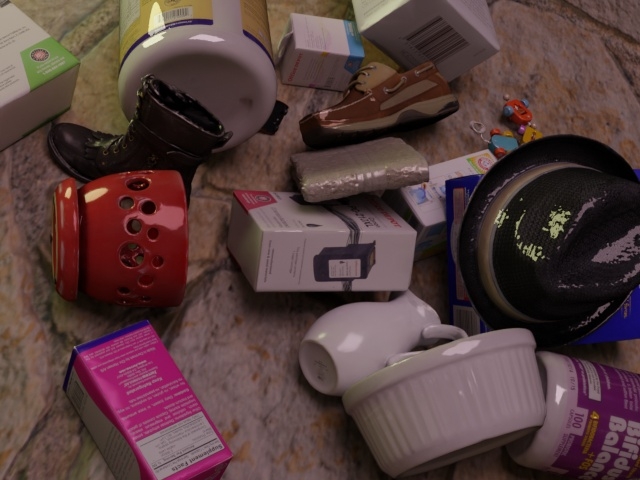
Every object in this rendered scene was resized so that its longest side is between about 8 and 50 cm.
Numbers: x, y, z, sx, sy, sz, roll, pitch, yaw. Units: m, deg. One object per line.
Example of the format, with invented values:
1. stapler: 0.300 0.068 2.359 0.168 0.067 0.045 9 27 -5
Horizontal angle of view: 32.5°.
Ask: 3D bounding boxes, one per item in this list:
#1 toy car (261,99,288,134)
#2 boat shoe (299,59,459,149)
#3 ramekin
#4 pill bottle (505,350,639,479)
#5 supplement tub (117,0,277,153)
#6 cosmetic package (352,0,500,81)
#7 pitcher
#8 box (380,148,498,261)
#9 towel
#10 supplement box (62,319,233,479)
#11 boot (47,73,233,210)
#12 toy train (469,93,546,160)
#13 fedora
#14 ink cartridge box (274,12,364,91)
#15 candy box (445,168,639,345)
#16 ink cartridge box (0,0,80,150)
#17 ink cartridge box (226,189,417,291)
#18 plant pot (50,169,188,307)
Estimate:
1. toy car: -0.116 -0.211 1.806 0.122 0.060 0.040 3 22 -27
2. boat shoe: 0.091 -0.233 1.844 0.324 0.122 0.120 -18 88 -40
3. ramekin: 0.176 0.223 1.466 0.273 0.273 0.127 -10 71 -27
4. pill bottle: 0.431 0.272 1.581 0.301 0.169 0.169 14 51 -10
5. supplement tub: -0.198 -0.327 1.730 0.241 0.241 0.331 7 47 -17
6. cosmetic package: 0.163 -0.524 2.020 0.230 0.161 0.453 32 39 -43
7. pitcher: 0.089 0.148 1.551 0.207 0.125 0.178 -22 27 -37
8. box: 0.203 -0.055 1.772 0.203 0.114 0.103 -18 62 -29
9. towel: 0.052 -0.107 1.668 0.187 0.049 0.282 -11 13 -2
10. supplement box: -0.223 0.230 1.396 0.114 0.111 0.220 -21 65 -33
11. boot: -0.264 -0.158 1.593 0.263 0.229 0.091 28 50 0
12. toy train: 0.336 -0.193 1.975 0.166 0.046 0.125 -29 68 -38
13. fedora: 0.362 0.002 1.541 0.334 0.152 0.334 0 90 -22
14. ink cartridge box: -0.010 -0.328 1.908 0.143 0.092 0.090 6 53 -18
15. candy box: 0.358 0.028 1.687 0.317 0.122 0.268 -2 91 -21
16. ink cartridge box: -0.532 -0.275 1.651 0.273 0.115 0.198 40 51 10
17. ink cartridge box: 0.000 0.000 1.616 0.237 0.100 0.172 1 22 -20
18. plant pot: -0.276 -0.002 1.499 0.174 0.191 0.191 0 55 -18
